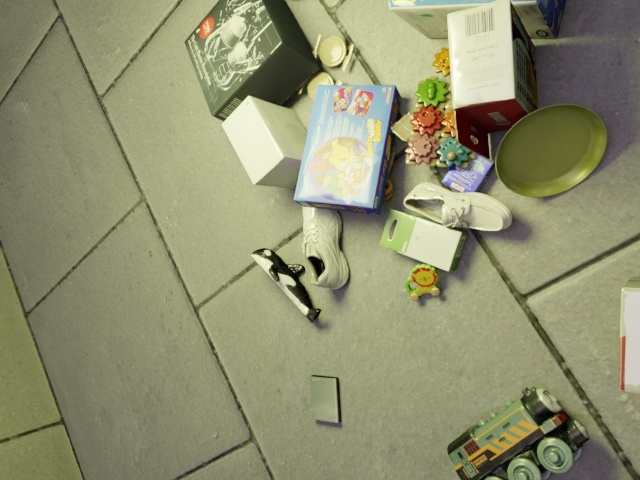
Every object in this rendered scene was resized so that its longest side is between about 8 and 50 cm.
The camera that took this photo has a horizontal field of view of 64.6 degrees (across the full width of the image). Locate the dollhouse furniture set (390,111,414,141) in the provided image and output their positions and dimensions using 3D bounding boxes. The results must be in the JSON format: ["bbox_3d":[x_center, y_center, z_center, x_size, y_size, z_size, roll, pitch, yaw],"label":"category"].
[{"bbox_3d":[0.264,-0.269,1.361,0.076,0.058,0.151,-43,72,-7],"label":"dollhouse furniture set"}]

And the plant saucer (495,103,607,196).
[{"bbox_3d":[0.518,-0.206,1.154,0.241,0.241,0.037,-36,30,27],"label":"plant saucer"}]

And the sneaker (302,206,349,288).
[{"bbox_3d":[0.000,0.000,1.496,0.111,0.129,0.296,-21,79,32],"label":"sneaker"}]

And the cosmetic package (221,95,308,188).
[{"bbox_3d":[-0.137,-0.285,1.517,0.138,0.225,0.224,-37,72,26],"label":"cosmetic package"}]

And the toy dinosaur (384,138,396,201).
[{"bbox_3d":[0.168,-0.174,1.428,0.211,0.064,0.112,-49,66,22],"label":"toy dinosaur"}]

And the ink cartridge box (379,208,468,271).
[{"bbox_3d":[0.276,-0.004,1.365,0.209,0.062,0.108,22,102,30],"label":"ink cartridge box"}]

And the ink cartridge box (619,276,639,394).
[{"bbox_3d":[0.670,0.180,1.008,0.114,0.273,0.196,2,92,35],"label":"ink cartridge box"}]

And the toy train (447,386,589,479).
[{"bbox_3d":[0.467,0.503,1.223,0.334,0.142,0.190,-48,58,23],"label":"toy train"}]

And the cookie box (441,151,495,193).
[{"bbox_3d":[0.382,-0.174,1.309,0.092,0.040,0.107,38,110,24],"label":"cookie box"}]

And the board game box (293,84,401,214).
[{"bbox_3d":[0.077,-0.257,1.410,0.234,0.078,0.346,8,82,23],"label":"board game box"}]

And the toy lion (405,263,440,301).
[{"bbox_3d":[0.273,0.109,1.361,0.100,0.034,0.096,-21,112,31],"label":"toy lion"}]

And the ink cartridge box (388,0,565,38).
[{"bbox_3d":[0.397,-0.567,1.159,0.396,0.270,0.151,15,102,30],"label":"ink cartridge box"}]

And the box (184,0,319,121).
[{"bbox_3d":[-0.221,-0.574,1.557,0.313,0.179,0.343,-37,61,26],"label":"box"}]

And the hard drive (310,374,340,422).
[{"bbox_3d":[0.015,0.485,1.558,0.094,0.022,0.135,-4,89,32],"label":"hard drive"}]

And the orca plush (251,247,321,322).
[{"bbox_3d":[-0.086,0.115,1.569,0.102,0.151,0.287,-42,64,-8],"label":"orca plush"}]

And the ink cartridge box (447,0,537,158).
[{"bbox_3d":[0.399,-0.340,1.139,0.130,0.309,0.271,-3,90,31],"label":"ink cartridge box"}]

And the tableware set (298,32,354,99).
[{"bbox_3d":[0.025,-0.511,1.523,0.128,0.039,0.194,27,107,20],"label":"tableware set"}]

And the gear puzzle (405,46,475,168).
[{"bbox_3d":[0.325,-0.351,1.302,0.176,0.044,0.338,8,80,17],"label":"gear puzzle"}]

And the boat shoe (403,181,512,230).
[{"bbox_3d":[0.338,-0.070,1.284,0.277,0.096,0.098,19,131,38],"label":"boat shoe"}]
